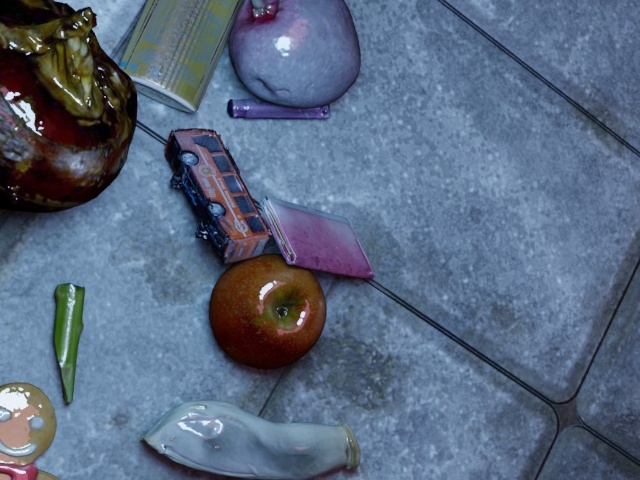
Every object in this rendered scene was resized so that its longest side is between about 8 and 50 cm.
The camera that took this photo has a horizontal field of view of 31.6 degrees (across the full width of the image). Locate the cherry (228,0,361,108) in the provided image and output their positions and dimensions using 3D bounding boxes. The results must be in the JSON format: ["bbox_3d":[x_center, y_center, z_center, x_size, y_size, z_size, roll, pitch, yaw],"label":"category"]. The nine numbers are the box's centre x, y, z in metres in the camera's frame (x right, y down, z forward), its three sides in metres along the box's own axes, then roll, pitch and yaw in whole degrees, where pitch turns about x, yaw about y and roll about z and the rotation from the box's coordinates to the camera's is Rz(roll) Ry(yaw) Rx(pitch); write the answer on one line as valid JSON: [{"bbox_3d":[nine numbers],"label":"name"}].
[{"bbox_3d":[-0.043,-0.313,1.782,0.266,0.184,0.213,32,74,-31],"label":"cherry"}]

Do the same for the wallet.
[{"bbox_3d":[0.000,0.000,1.764,0.232,0.025,0.119,13,45,-56],"label":"wallet"}]

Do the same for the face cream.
[{"bbox_3d":[-0.206,-0.355,1.784,0.139,0.067,0.285,25,77,-19],"label":"face cream"}]

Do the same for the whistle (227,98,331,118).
[{"bbox_3d":[-0.066,-0.215,1.846,0.177,0.033,0.033,-2,85,-22],"label":"whistle"}]

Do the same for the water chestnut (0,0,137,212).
[{"bbox_3d":[-0.393,-0.208,1.554,0.335,0.347,0.335,33,34,-26],"label":"water chestnut"}]

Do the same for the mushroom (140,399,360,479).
[{"bbox_3d":[-0.099,0.314,1.751,0.352,0.097,0.109,14,82,-24],"label":"mushroom"}]

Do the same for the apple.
[{"bbox_3d":[-0.080,0.110,1.738,0.181,0.168,0.180,0,90,-24],"label":"apple"}]

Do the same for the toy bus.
[{"bbox_3d":[-0.160,-0.073,1.723,0.096,0.073,0.234,-8,55,-32],"label":"toy bus"}]

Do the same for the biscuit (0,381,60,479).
[{"bbox_3d":[-0.474,0.367,1.618,0.216,0.047,0.339,25,76,-19],"label":"biscuit"}]

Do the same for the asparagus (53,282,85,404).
[{"bbox_3d":[-0.377,0.153,1.681,0.045,0.041,0.178,19,74,-65],"label":"asparagus"}]
